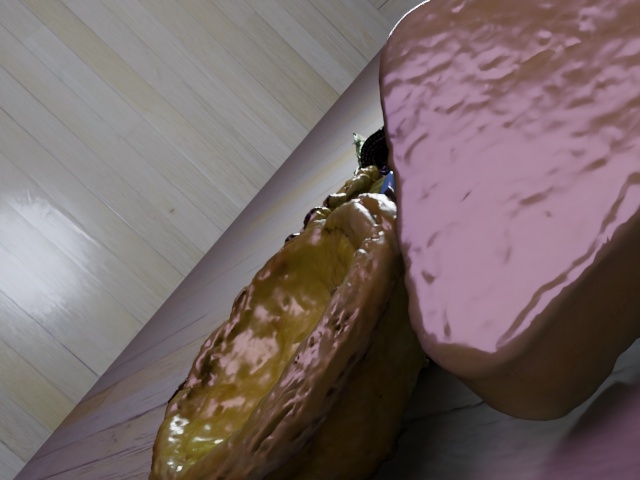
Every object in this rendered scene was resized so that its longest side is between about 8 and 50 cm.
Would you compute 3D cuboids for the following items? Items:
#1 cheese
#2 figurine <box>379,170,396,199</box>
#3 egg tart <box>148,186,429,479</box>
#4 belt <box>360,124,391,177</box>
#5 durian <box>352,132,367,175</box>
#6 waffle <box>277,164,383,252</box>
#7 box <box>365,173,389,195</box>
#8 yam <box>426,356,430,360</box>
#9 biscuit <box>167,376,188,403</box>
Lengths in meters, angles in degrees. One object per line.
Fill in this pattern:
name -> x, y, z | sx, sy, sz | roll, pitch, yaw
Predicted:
cheese -> 0.220, -0.088, 0.739 | 0.384, 0.104, 0.384 | -22, 47, 26
figurine -> 0.072, 0.029, 1.144 | 0.180, 0.154, 0.262 | -56, -7, -2
egg tart -> -0.012, 0.113, 0.866 | 0.345, 0.132, 0.345 | -49, 16, 19
belt -> 0.175, -0.217, 1.576 | 0.094, 0.126, 0.359 | -54, -3, -45
durian -> 0.087, -0.132, 1.788 | 0.086, 0.100, 0.215 | -45, 18, 16
waffle -> -0.006, 0.006, 1.610 | 0.301, 0.058, 0.281 | -47, -6, -31
box -> 0.074, -0.008, 1.426 | 0.240, 0.071, 0.159 | -51, 13, -28
yam -> 0.047, 0.121, 0.995 | 0.179, 0.078, 0.078 | -41, 11, 26
biscuit -> -0.104, 0.190, 1.376 | 0.107, 0.073, 0.388 | -50, 10, -27
